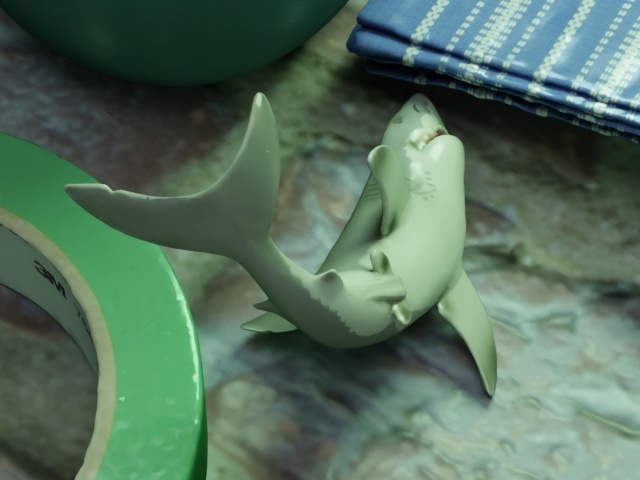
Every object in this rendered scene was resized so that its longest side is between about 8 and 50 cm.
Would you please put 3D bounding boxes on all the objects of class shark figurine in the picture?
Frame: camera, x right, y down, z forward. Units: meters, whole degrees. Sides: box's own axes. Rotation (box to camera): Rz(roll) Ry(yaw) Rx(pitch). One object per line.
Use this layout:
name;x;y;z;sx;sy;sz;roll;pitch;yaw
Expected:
shark figurine;-0.006;0.019;0.963;0.116;0.278;0.166;-16;88;28

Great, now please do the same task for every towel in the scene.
towel;0.210;-0.134;1.078;0.336;0.040;0.243;20;53;20

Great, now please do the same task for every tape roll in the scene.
tape roll;-0.216;0.092;0.953;0.321;0.077;0.321;0;59;0

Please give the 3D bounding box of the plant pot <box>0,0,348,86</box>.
plant pot;-0.082;-0.220;1.044;0.293;0.235;0.293;1;59;-1
